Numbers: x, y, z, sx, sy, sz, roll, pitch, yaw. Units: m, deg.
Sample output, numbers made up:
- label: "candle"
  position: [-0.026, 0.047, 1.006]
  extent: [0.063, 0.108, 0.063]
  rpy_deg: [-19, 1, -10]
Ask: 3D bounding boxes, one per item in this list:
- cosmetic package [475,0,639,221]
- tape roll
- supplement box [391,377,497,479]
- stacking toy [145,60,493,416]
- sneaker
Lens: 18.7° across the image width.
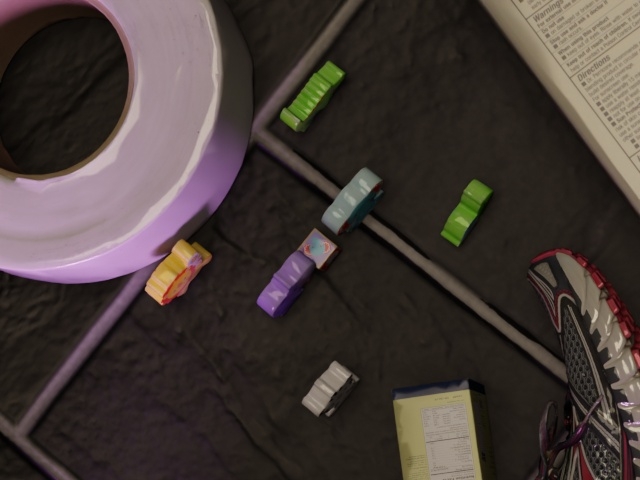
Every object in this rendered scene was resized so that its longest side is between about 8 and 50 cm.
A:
- label: "cosmetic package"
  position: [0.245, -0.116, 1.361]
  extent: [0.160, 0.113, 0.309]
  rpy_deg: [-35, 77, 6]
- label: "tape roll"
  position: [-0.197, -0.110, 1.464]
  extent: [0.286, 0.100, 0.286]
  rpy_deg: [-1, 83, 12]
- label: "supplement box"
  position: [0.089, 0.144, 1.377]
  extent: [0.056, 0.083, 0.083]
  rpy_deg: [-9, 80, 12]
- label: "stacking toy"
  position: [0.000, 0.000, 1.432]
  extent: [0.167, 0.052, 0.221]
  rpy_deg: [38, 91, 14]
- label: "sneaker"
  position: [0.191, 0.150, 1.336]
  extent: [0.112, 0.121, 0.299]
  rpy_deg: [-16, 80, 12]
